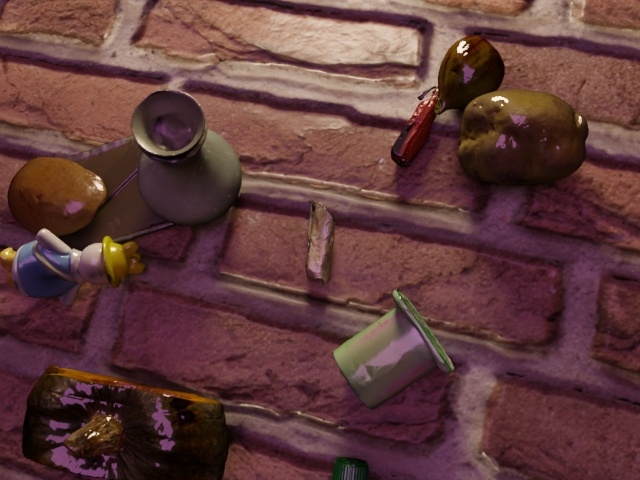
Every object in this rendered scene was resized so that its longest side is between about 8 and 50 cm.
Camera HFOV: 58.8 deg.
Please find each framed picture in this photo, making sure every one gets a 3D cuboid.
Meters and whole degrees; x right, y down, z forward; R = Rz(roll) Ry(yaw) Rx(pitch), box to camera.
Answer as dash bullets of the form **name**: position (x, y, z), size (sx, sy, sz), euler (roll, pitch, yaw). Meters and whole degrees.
- **framed picture**: position (-0.407, -0.084, 1.064), size (0.281, 0.019, 0.208), euler (-17, 75, 3)

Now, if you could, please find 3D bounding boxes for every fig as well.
- **fig**: position (0.244, -0.275, 0.978), size (0.155, 0.103, 0.109), euler (-43, 54, -6)

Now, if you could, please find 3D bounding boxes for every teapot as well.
- **teapot**: position (-0.223, -0.133, 0.924), size (0.184, 0.251, 0.183), euler (1, 74, -4)

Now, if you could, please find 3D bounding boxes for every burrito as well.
- **burrito**: position (0.000, 0.000, 0.977), size (0.055, 0.041, 0.149), euler (0, 76, 21)

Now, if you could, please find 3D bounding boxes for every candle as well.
- **candle**: position (0.173, -0.204, 1.007), size (0.053, 0.048, 0.162), euler (33, 81, -21)

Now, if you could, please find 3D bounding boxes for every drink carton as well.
- **drink carton**: position (0.108, 0.176, 0.878), size (0.142, 0.144, 0.146), euler (-37, 74, 8)

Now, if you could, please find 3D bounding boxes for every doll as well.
- **doll**: position (-0.433, 0.046, 0.991), size (0.241, 0.099, 0.135), euler (-6, 87, -2)

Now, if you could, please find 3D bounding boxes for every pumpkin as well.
- **pumpkin**: position (-0.295, 0.283, 0.856), size (0.317, 0.222, 0.139), euler (12, 78, 10)

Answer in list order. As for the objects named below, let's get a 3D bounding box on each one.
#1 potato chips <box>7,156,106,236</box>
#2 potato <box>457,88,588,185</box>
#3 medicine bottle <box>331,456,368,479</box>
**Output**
- **potato chips**: position (-0.497, -0.084, 1.043), size (0.202, 0.049, 0.150), euler (23, 77, 21)
- **potato**: position (0.328, -0.168, 0.929), size (0.201, 0.137, 0.154), euler (2, 106, 9)
- **medicine bottle**: position (0.031, 0.484, 0.838), size (0.111, 0.076, 0.308), euler (6, 78, 3)
